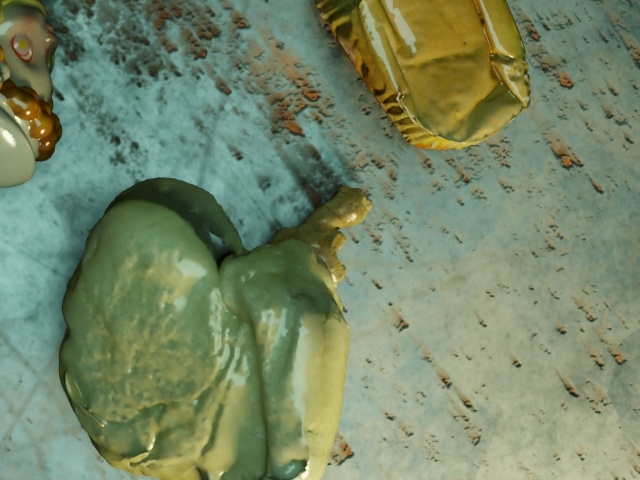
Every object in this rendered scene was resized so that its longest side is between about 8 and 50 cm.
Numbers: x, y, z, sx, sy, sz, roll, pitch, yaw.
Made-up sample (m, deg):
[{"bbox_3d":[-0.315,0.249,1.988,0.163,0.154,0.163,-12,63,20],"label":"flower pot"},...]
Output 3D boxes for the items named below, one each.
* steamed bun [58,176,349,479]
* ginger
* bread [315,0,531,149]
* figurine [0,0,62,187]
[{"bbox_3d":[-0.114,0.121,1.666,0.372,0.230,0.324,30,106,18],"label":"steamed bun"},{"bbox_3d":[0.005,0.007,1.788,0.165,0.067,0.096,-39,77,-11],"label":"ginger"},{"bbox_3d":[0.119,-0.238,1.777,0.204,0.156,0.288,-34,95,-20],"label":"bread"},{"bbox_3d":[-0.383,-0.245,1.665,0.205,0.224,0.381,-2,65,7],"label":"figurine"}]
